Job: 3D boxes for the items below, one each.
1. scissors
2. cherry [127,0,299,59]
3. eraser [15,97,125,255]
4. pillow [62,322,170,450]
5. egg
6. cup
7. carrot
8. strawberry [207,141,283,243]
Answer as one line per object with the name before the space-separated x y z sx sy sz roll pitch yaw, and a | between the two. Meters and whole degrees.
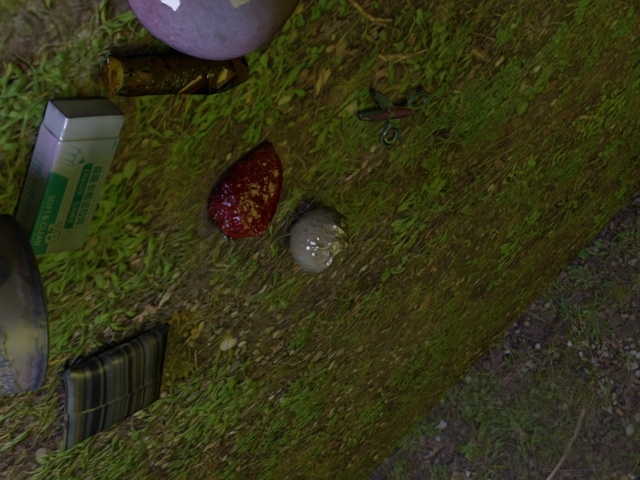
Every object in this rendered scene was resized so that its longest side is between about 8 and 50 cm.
scissors | 0.131 -0.239 1.793 0.133 0.020 0.187 -52 155 18
cherry | -0.112 -0.313 1.127 0.239 0.206 0.239 -38 143 -36
eraser | -0.339 -0.081 1.270 0.096 0.052 0.225 -12 136 -48
pillow | -0.361 0.259 1.691 0.212 0.052 0.208 -26 143 -38
egg | 0.000 0.000 1.812 0.140 0.116 0.118 -60 179 31
cup | -0.492 0.117 1.157 0.257 0.227 0.301 -8 140 -30
carrot | -0.193 -0.226 1.283 0.229 0.069 0.069 -14 138 -46
strawberry | -0.109 -0.075 1.607 0.146 0.082 0.187 -9 130 -61
